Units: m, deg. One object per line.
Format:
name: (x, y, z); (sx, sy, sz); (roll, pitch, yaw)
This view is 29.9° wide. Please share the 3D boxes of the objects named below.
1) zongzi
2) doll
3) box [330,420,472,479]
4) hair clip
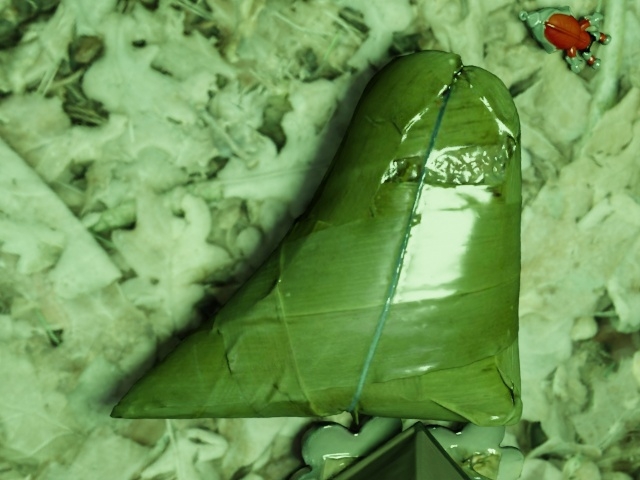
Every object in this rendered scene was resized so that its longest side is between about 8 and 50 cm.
zongzi: (0.000, 0.000, 1.118); (0.393, 0.174, 0.356); (0, 99, -8)
doll: (0.240, -0.209, 1.192); (0.114, 0.039, 0.057); (18, 127, -27)
box: (0.050, 0.340, 1.176); (0.252, 0.153, 0.188); (-34, 111, 16)
hair clip: (0.093, 0.242, 1.247); (0.257, 0.075, 0.146); (5, 118, -8)
